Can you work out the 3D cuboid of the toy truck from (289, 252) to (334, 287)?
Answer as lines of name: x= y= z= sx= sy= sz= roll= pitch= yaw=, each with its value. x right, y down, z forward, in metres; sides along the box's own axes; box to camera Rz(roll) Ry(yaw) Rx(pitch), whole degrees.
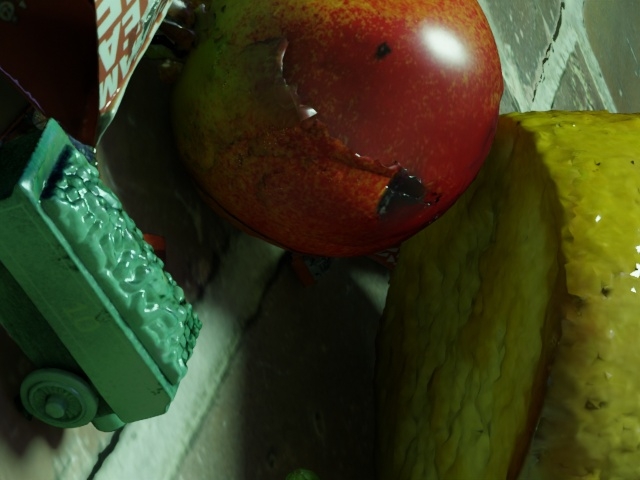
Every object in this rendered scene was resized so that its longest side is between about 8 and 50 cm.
toy truck: x=0.000 y=0.000 z=1.251 sx=0.024 sy=0.032 sz=0.083 roll=58 pitch=25 yaw=-22

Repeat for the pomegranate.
pomegranate: x=-0.003 y=-0.098 z=1.100 sx=0.235 sy=0.210 sz=0.210 roll=30 pitch=36 yaw=-11

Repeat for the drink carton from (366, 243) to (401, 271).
drink carton: x=0.084 y=-0.022 z=1.410 sx=0.223 sy=0.071 sz=0.096 roll=30 pitch=48 yaw=-59

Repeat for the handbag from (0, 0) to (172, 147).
handbag: x=-0.157 y=-0.201 z=0.907 sx=0.171 sy=0.151 sz=0.298 roll=-71 pitch=148 yaw=-45

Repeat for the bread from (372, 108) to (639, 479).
bread: x=0.176 y=0.101 z=1.169 sx=0.215 sy=0.398 sz=0.398 roll=11 pitch=53 yaw=-15

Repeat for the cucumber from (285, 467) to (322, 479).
cucumber: x=0.010 y=0.197 z=1.129 sx=0.037 sy=0.037 sz=0.155 roll=-81 pitch=149 yaw=-46

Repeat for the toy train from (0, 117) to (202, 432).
toy train: x=-0.123 y=0.022 z=0.865 sx=0.172 sy=0.099 sz=0.070 roll=58 pitch=30 yaw=-31

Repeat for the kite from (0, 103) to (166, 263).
kite: x=-0.133 y=-0.018 z=0.984 sx=0.189 sy=0.009 sz=0.232 roll=27 pitch=50 yaw=-59
